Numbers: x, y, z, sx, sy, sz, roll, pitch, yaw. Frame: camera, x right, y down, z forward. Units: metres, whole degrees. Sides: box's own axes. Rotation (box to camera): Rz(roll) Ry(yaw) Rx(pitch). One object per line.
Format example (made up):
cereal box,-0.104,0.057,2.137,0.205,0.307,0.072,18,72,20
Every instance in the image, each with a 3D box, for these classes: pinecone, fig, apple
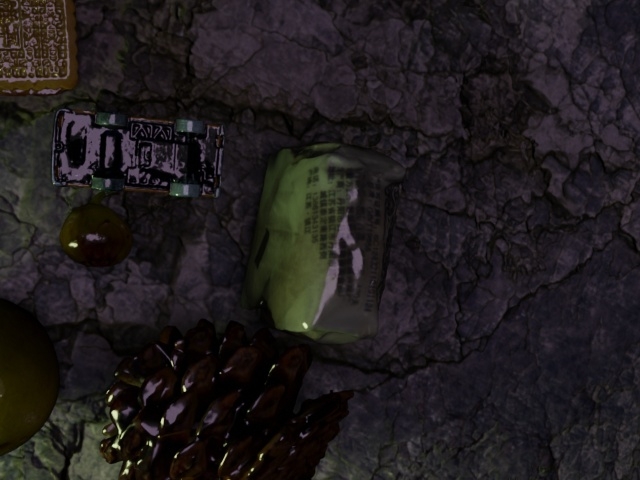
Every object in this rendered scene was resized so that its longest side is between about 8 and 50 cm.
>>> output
pinecone,-0.117,0.218,1.042,0.296,0.298,0.242,11,67,13
fig,-0.281,-0.015,1.080,0.084,0.082,0.098,-17,64,3
apple,-0.401,0.164,1.011,0.196,0.157,0.196,0,93,-8

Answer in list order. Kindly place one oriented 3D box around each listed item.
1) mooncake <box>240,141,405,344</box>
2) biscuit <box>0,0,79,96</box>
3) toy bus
mooncake,0.005,0.000,1.069,0.136,0.250,0.254,11,89,-24
biscuit,-0.383,-0.301,1.041,0.172,0.029,0.254,-4,96,-17
toy bus,-0.227,-0.107,1.060,0.201,0.114,0.098,3,95,-22
